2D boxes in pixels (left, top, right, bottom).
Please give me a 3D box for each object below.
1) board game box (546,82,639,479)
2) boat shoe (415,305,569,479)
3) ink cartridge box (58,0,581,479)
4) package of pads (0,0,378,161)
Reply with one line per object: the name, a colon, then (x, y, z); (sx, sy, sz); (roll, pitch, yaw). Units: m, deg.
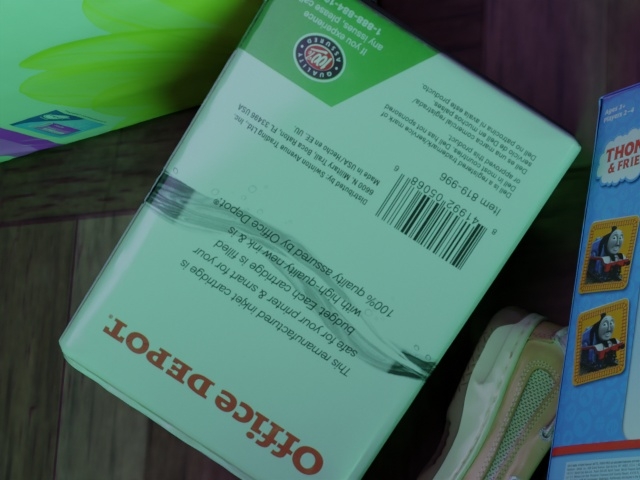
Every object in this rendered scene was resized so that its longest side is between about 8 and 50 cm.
board game box: (0.161, 0.024, 0.587); (0.160, 0.039, 0.211); (-18, 57, 57)
boat shoe: (0.077, 0.126, 0.665); (0.072, 0.068, 0.190); (22, 91, 25)
ink cartridge box: (0.000, 0.000, 0.696); (0.153, 0.087, 0.208); (34, 100, 3)
package of pads: (-0.151, -0.133, 0.781); (0.296, 0.229, 0.101); (-13, 72, 31)
